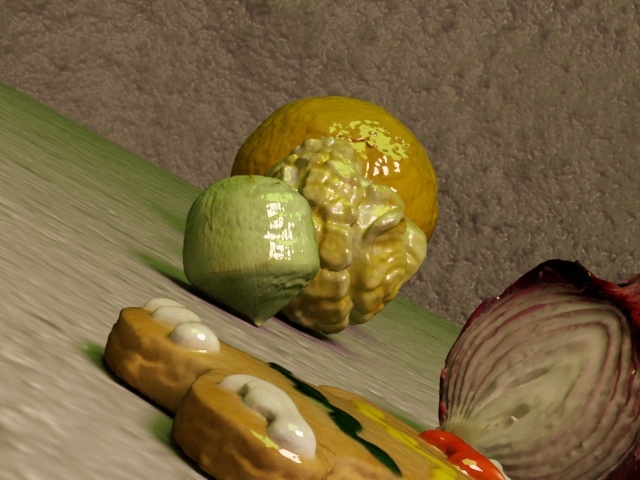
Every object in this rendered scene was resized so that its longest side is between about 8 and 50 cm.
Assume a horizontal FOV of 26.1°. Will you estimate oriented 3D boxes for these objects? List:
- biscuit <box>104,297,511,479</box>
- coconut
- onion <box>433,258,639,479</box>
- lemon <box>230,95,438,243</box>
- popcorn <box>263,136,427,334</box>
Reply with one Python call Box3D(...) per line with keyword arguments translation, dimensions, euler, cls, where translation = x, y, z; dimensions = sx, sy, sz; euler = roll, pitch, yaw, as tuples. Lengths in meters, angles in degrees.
Box3D(translation=(0.031, 0.085, 0.521), dimensions=(0.240, 0.035, 0.158), euler=(27, 4, -36), cls="biscuit")
Box3D(translation=(-0.043, 0.007, 0.877), dimensions=(0.087, 0.096, 0.088), euler=(-2, -9, 0), cls="coconut")
Box3D(translation=(0.146, 0.087, 0.693), dimensions=(0.098, 0.151, 0.206), euler=(43, 12, -21), cls="onion")
Box3D(translation=(0.011, -0.038, 1.269), dimensions=(0.192, 0.192, 0.231), euler=(28, 2, -14), cls="lemon")
Box3D(translation=(0.000, 0.000, 1.017), dimensions=(0.162, 0.141, 0.136), euler=(9, 41, -1), cls="popcorn")
